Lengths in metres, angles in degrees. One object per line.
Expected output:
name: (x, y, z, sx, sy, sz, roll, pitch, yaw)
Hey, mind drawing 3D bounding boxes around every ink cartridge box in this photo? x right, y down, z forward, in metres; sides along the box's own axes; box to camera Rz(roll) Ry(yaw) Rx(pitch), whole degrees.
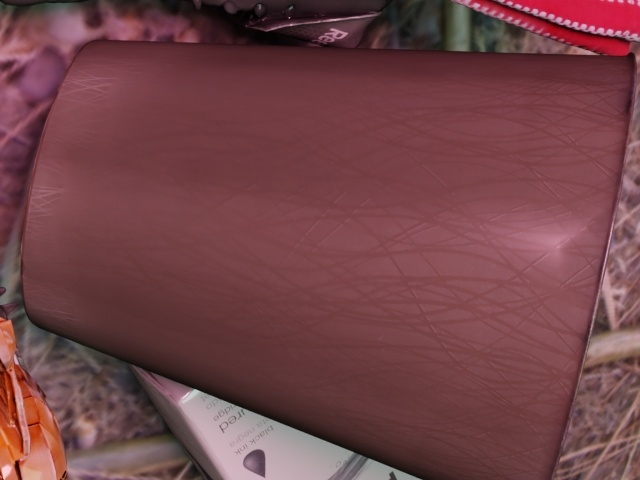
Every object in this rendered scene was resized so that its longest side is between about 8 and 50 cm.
ink cartridge box: (0.002, 0.080, 0.839, 0.159, 0.092, 0.218, -37, 137, -12)

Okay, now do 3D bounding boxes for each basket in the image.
basket: (0.000, 0.000, 0.670, 0.227, 0.154, 0.204, 11, 98, 4)

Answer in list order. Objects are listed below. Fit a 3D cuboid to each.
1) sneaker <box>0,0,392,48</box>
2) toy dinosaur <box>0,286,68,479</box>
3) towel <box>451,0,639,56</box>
sneaker: (-0.022, -0.122, 0.664, 0.234, 0.078, 0.106, -21, 112, -15)
toy dinosaur: (-0.156, 0.083, 0.624, 0.164, 0.218, 0.321, 10, 110, -41)
towel: (0.080, -0.228, 0.644, 0.199, 0.031, 0.274, 11, 80, -41)
